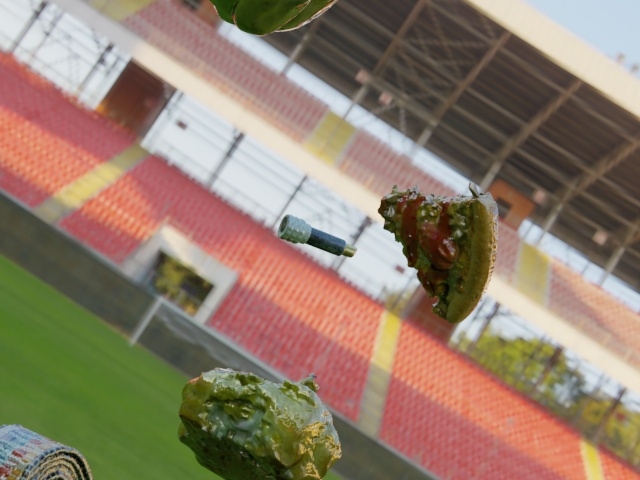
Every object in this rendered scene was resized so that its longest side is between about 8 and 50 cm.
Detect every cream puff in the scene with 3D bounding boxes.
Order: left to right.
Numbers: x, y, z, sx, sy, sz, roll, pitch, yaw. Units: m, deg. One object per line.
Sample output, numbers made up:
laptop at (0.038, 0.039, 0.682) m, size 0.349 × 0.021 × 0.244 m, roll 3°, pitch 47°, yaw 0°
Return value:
cream puff at (-0.083, 0.273, 1.767) m, size 0.281 × 0.185 × 0.282 m, roll 26°, pitch -33°, yaw 19°

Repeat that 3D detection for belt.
belt at (-0.456, 0.417, 1.780) m, size 0.150 × 0.207 × 0.258 m, roll 18°, pitch -55°, yaw 29°

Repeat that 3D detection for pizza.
pizza at (0.130, -0.006, 1.421) m, size 0.062 × 0.188 × 0.199 m, roll -15°, pitch 36°, yaw -36°

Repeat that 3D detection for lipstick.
lipstick at (0.000, 0.000, 1.579) m, size 0.116 × 0.037 × 0.037 m, roll 22°, pitch -4°, yaw -19°

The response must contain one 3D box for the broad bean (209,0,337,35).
broad bean at (0.005, -0.290, 0.900) m, size 0.119 × 0.291 × 0.238 m, roll 32°, pitch 0°, yaw -22°
